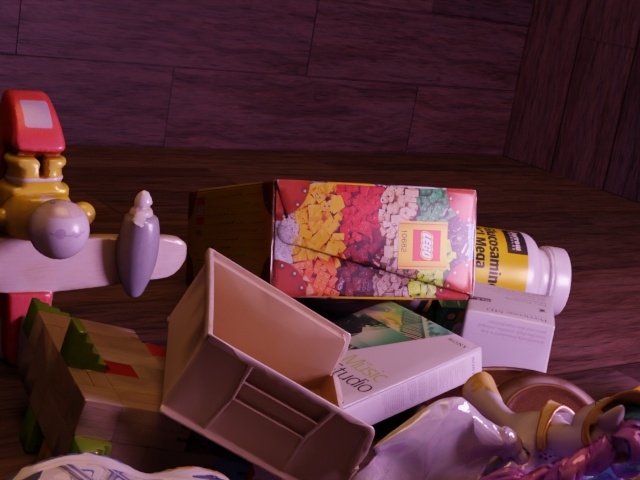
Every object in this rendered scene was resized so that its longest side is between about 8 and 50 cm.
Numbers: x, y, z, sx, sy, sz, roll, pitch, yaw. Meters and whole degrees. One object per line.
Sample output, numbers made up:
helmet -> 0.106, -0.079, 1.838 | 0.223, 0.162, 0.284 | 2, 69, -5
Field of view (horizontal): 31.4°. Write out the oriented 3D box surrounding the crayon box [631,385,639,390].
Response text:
crayon box -> 0.615, 0.268, 1.804 | 0.278, 0.081, 0.165 | -22, 29, -29

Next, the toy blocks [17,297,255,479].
toy blocks -> -0.236, 0.213, 1.505 | 0.260, 0.191, 0.381 | 15, 11, -29

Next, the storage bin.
storage bin -> -0.067, 0.169, 1.465 | 0.260, 0.123, 0.262 | 32, 15, -16

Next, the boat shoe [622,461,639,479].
boat shoe -> 0.471, 0.336, 1.572 | 0.109, 0.098, 0.302 | 2, 15, -27

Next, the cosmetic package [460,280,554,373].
cosmetic package -> 0.316, 0.177, 1.968 | 0.151, 0.152, 0.184 | 10, 15, 7

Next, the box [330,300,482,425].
box -> 0.057, 0.197, 1.764 | 0.322, 0.059, 0.232 | -18, 27, -33

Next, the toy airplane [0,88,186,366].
toy airplane -> -0.426, 0.015, 1.684 | 0.386, 0.384, 0.272 | -51, 23, -26

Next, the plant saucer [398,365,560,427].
plant saucer -> 0.272, 0.256, 1.736 | 0.310, 0.050, 0.310 | -3, 15, 1

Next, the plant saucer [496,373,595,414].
plant saucer -> 0.317, 0.272, 1.590 | 0.198, 0.199, 0.036 | 2, -30, -4

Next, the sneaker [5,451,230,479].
sneaker -> -0.210, 0.305, 1.233 | 0.296, 0.112, 0.131 | 3, 17, -23

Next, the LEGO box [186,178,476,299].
LEGO box -> 0.000, 0.000, 2.085 | 0.372, 0.193, 0.500 | 2, 0, -23

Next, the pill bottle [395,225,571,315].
pill bottle -> 0.328, 0.065, 2.321 | 0.333, 0.188, 0.188 | 7, 15, -11

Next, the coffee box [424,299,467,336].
coffee box -> 0.284, 0.151, 2.121 | 0.184, 0.113, 0.040 | 4, 43, -18

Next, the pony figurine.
pony figurine -> 0.198, 0.271, 1.283 | 0.351, 0.303, 0.363 | -40, 7, -22
